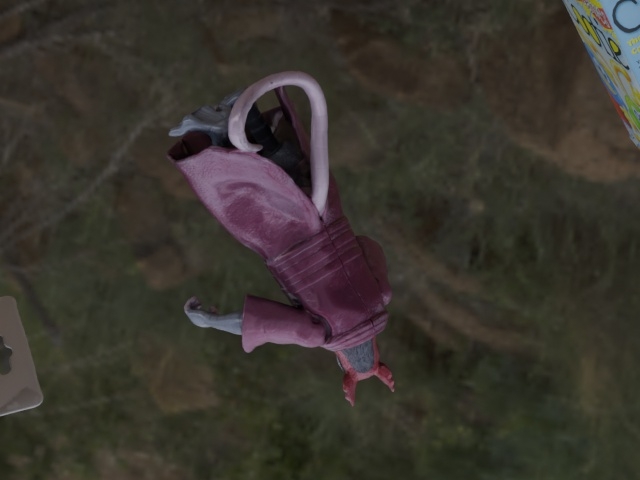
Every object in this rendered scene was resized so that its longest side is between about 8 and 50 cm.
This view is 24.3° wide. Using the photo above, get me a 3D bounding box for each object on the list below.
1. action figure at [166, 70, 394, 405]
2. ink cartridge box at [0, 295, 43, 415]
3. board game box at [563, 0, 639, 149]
[{"bbox_3d":[0.000,0.000,1.589,0.275,0.248,0.370,-22,100,54],"label":"action figure"},{"bbox_3d":[-0.288,0.070,0.962,0.198,0.115,0.067,-11,135,-17],"label":"ink cartridge box"},{"bbox_3d":[0.292,-0.172,1.185,0.144,0.142,0.275,-32,131,5],"label":"board game box"}]
